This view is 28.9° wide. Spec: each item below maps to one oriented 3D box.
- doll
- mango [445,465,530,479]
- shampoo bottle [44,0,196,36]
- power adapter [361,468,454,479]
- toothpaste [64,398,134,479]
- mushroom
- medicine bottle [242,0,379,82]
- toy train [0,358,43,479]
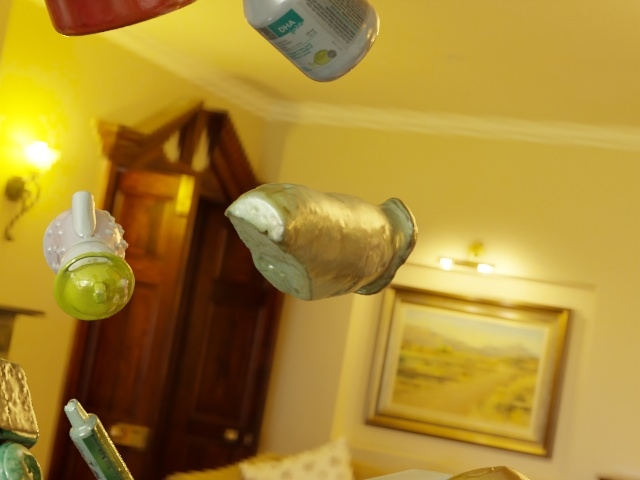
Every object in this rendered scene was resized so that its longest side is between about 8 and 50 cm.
[{"bbox_3d":[-0.222,0.020,1.188,0.081,0.129,0.207,-5,18,-14],"label":"doll"},{"bbox_3d":[0.106,0.186,0.768,0.080,0.060,0.114,-25,-49,19],"label":"mango"},{"bbox_3d":[-0.151,-0.267,0.728,0.104,0.278,0.104,-14,20,5],"label":"shampoo bottle"},{"bbox_3d":[0.038,0.242,0.921,0.255,0.124,0.187,-11,-5,-11],"label":"power adapter"},{"bbox_3d":[-0.200,0.240,1.226,0.031,0.204,0.049,-37,26,-24],"label":"toothpaste"},{"bbox_3d":[-0.002,0.003,1.093,0.087,0.107,0.333,33,12,18],"label":"mushroom"},{"bbox_3d":[-0.033,-0.325,1.673,0.215,0.135,0.135,39,-20,-30],"label":"medicine bottle"},{"bbox_3d":[-0.404,0.232,1.197,0.299,0.238,0.167,-24,-22,14],"label":"toy train"}]
